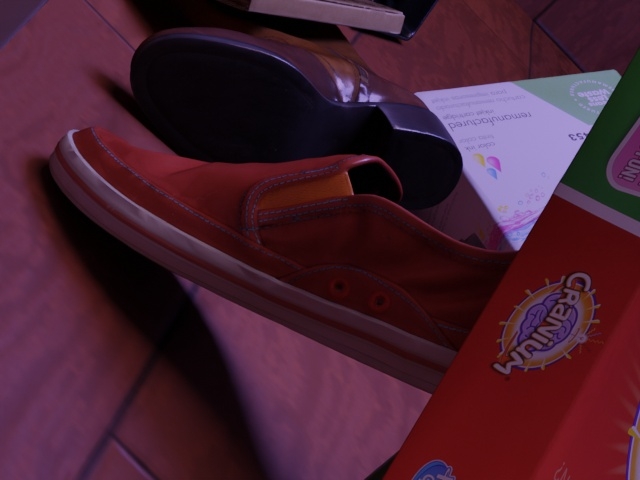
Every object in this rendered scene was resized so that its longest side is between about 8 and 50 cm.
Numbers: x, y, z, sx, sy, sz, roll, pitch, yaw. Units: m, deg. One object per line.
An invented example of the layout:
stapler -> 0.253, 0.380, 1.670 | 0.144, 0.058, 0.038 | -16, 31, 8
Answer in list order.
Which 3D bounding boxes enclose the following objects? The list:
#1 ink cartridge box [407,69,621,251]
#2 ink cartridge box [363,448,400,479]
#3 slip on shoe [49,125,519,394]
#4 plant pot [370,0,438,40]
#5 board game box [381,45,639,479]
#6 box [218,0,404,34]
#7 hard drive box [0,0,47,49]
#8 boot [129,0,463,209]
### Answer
ink cartridge box -> 0.219, 0.026, 1.471 | 0.207, 0.119, 0.353 | -9, 47, -25
ink cartridge box -> 0.090, 0.159, 0.984 | 0.209, 0.109, 0.062 | 24, 28, -56
slip on shoe -> 0.000, 0.000, 0.989 | 0.331, 0.101, 0.123 | 22, -2, 28
plant pot -> 0.060, -0.348, 2.068 | 0.167, 0.188, 0.187 | 38, 13, 17
board game box -> 0.150, 0.082, 0.885 | 0.064, 0.316, 0.242 | 15, -30, 34
box -> -0.054, -0.202, 1.473 | 0.164, 0.021, 0.201 | 25, 15, 33
hard drive box -> -0.192, -0.147, 0.763 | 0.181, 0.232, 0.089 | 28, 24, -51
boot -> -0.052, -0.141, 1.368 | 0.264, 0.096, 0.280 | 8, 26, -29
